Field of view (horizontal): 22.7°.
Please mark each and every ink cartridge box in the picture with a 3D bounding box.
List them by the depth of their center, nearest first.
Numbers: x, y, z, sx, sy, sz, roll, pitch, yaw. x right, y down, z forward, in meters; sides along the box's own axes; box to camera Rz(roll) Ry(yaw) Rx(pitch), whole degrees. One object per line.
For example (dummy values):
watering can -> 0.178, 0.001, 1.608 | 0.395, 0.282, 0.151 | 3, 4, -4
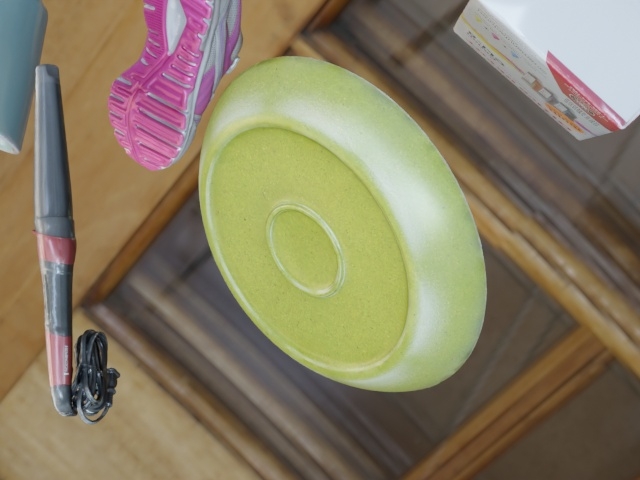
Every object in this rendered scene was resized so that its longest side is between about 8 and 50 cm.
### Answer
ink cartridge box -> 0.179, -0.154, 1.046 | 0.128, 0.127, 0.176 | 42, 2, 0

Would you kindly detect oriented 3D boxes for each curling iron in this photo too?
curling iron -> -0.194, 0.003, 1.199 | 0.068, 0.035, 0.274 | 8, 71, -73

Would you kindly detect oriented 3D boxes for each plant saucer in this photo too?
plant saucer -> 0.000, 0.000, 1.033 | 0.037, 0.241, 0.241 | -33, 78, -38

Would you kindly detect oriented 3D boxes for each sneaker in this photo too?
sneaker -> -0.136, -0.183, 1.651 | 0.103, 0.252, 0.111 | 36, 35, 16

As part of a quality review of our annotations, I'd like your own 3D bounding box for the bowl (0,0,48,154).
bowl -> -0.391, -0.230, 1.566 | 0.311, 0.163, 0.311 | 30, -7, 4
